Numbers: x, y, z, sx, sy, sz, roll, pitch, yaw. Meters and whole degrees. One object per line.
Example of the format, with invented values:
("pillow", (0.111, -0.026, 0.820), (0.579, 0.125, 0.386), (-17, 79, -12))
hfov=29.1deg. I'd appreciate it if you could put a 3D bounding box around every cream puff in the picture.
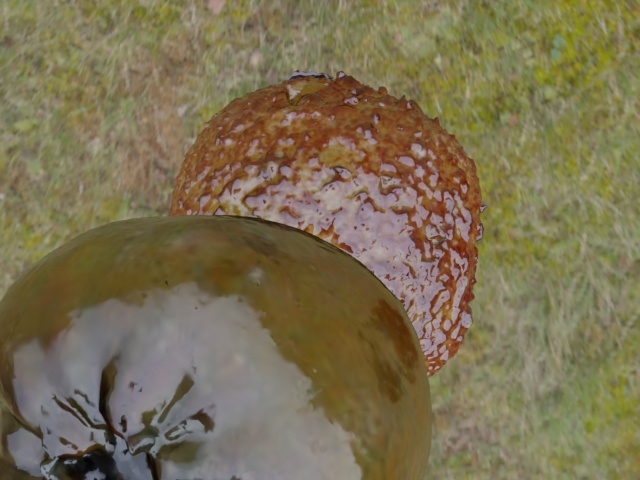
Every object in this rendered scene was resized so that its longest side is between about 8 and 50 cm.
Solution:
("cream puff", (0.004, 0.003, 1.181), (0.350, 0.228, 0.351), (0, 89, -1))

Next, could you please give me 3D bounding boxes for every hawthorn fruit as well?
("hawthorn fruit", (-0.057, 0.115, 0.774), (0.267, 0.301, 0.268), (1, 91, 30))
